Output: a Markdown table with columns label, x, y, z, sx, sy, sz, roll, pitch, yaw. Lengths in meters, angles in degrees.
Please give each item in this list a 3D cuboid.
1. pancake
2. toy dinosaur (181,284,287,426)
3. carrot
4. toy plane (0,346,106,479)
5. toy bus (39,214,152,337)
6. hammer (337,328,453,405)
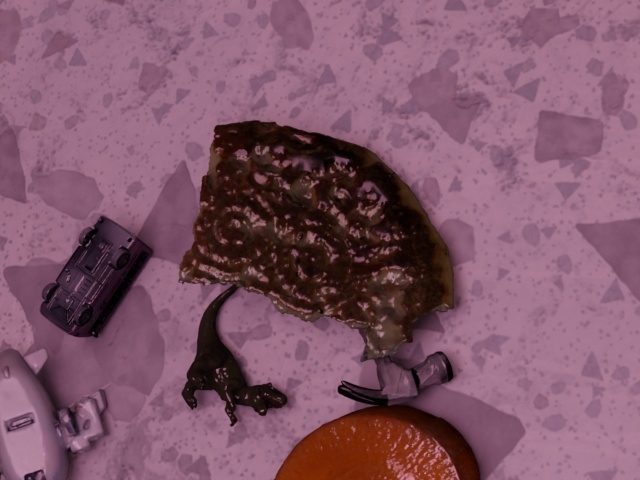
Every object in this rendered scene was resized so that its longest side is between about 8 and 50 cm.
| label | x | y | z | sx | sy | sz | roll | pitch | yaw |
| --- | --- | --- | --- | --- | --- | --- | --- | --- | --- |
| pancake | 0.002 | -0.005 | 1.910 | 0.426 | 0.067 | 0.305 | 22 | 68 | 12 |
| toy dinosaur | -0.115 | 0.179 | 1.973 | 0.187 | 0.087 | 0.179 | 37 | 54 | 10 |
| carrot | 0.066 | 0.354 | 1.821 | 0.307 | 0.100 | 0.258 | -29 | 69 | 20 |
| toy plane | -0.438 | 0.276 | 2.022 | 0.244 | 0.117 | 0.245 | -1 | 71 | 2 |
| toy bus | -0.338 | 0.061 | 2.050 | 0.086 | 0.098 | 0.178 | 32 | 85 | 24 |
| hammer | 0.035 | 0.048 | 1.925 | 0.152 | 0.044 | 0.427 | -18 | 60 | -12 |
